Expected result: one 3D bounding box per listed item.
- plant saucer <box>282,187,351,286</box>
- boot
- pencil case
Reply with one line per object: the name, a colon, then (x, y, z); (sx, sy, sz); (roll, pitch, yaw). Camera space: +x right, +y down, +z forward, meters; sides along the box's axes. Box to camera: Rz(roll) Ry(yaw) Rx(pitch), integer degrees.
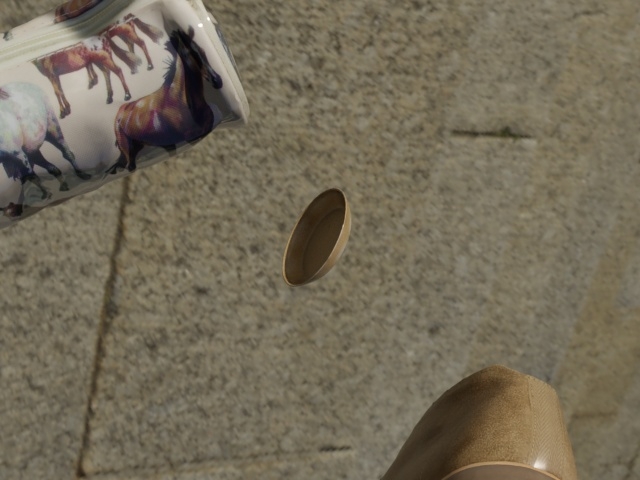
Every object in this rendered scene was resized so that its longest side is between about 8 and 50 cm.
plant saucer: (0.000, 0.000, 0.838); (0.015, 0.083, 0.083); (27, 103, -25)
boot: (0.051, 0.191, 0.641); (0.112, 0.115, 0.305); (27, 128, -11)
pencil case: (-0.259, -0.100, 0.897); (0.410, 0.160, 0.183); (-23, 158, 1)
